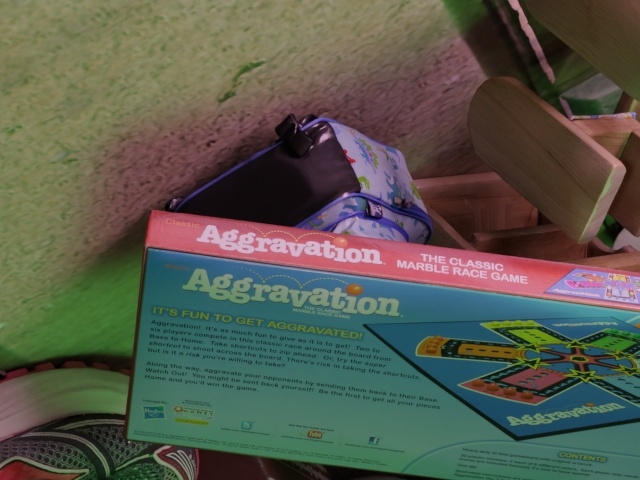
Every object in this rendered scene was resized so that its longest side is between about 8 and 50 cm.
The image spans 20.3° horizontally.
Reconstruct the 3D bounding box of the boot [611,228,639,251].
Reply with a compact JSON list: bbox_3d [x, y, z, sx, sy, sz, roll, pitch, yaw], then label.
[{"bbox_3d":[0.282,-0.019,1.165,0.190,0.069,0.086,-25,166,17],"label":"boot"}]

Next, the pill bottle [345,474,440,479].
[{"bbox_3d":[0.080,0.294,1.431,0.210,0.210,0.363,-36,155,24],"label":"pill bottle"}]

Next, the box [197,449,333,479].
[{"bbox_3d":[-0.172,0.248,1.171,0.381,0.143,0.191,-27,157,7],"label":"box"}]

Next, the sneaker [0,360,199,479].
[{"bbox_3d":[-0.184,0.141,0.957,0.299,0.112,0.121,0,146,-47],"label":"sneaker"}]

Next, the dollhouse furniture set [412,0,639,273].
[{"bbox_3d":[0.154,-0.057,0.905,0.212,0.161,0.242,-6,129,-38],"label":"dollhouse furniture set"}]

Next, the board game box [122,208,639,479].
[{"bbox_3d":[0.053,0.060,0.837,0.281,0.027,0.145,8,138,-5],"label":"board game box"}]

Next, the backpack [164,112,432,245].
[{"bbox_3d":[0.000,0.000,0.878,0.105,0.084,0.114,-33,159,24],"label":"backpack"}]
